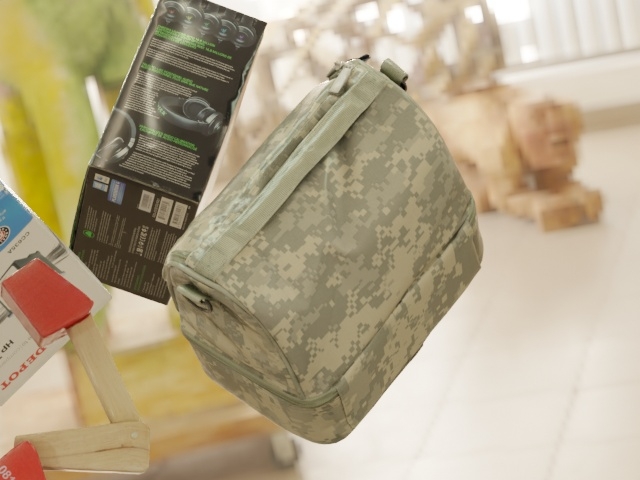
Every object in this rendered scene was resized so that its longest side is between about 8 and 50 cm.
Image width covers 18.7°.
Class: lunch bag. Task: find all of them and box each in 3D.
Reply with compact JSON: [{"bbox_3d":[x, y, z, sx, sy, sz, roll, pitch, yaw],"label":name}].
[{"bbox_3d":[0.000,0.000,1.875,0.212,0.256,0.305,31,70,28],"label":"lunch bag"}]

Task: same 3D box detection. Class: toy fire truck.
[{"bbox_3d":[-0.142,0.122,1.062,0.135,0.192,0.047,-40,-1,-15],"label":"toy fire truck"}]

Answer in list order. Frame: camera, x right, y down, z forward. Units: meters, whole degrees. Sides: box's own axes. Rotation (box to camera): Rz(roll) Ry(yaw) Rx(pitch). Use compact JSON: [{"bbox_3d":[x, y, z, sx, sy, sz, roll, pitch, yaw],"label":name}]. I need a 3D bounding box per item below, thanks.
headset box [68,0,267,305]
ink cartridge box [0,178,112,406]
[{"bbox_3d":[-0.174,-0.115,2.228,0.131,0.246,0.283,20,59,-2],"label":"headset box"},{"bbox_3d":[-0.280,0.032,1.601,0.139,0.190,0.082,-45,53,-5],"label":"ink cartridge box"}]
